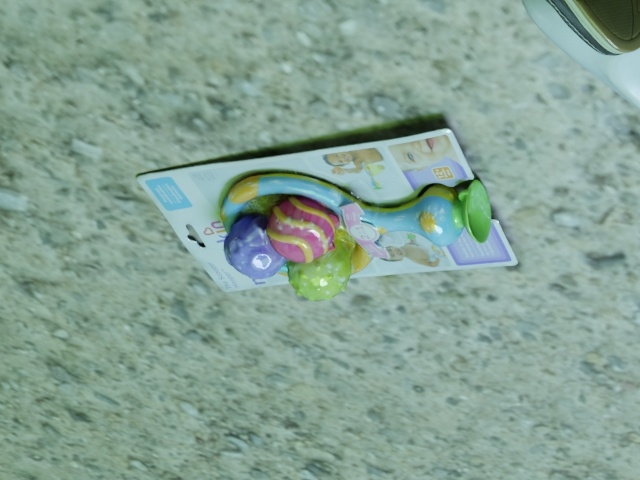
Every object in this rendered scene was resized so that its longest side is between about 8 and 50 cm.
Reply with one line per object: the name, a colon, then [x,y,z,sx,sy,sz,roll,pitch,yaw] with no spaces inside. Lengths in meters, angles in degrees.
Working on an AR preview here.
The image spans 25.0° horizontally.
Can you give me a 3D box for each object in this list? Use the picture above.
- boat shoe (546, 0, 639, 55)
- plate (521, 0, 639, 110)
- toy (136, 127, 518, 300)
boat shoe: [0.113,-0.157,0.731,0.152,0.056,0.049,58,153,-1]
plate: [0.279,-0.078,0.753,0.277,0.045,0.278,33,157,-24]
toy: [0.000,0.000,0.984,0.237,0.056,0.137,-9,136,25]
